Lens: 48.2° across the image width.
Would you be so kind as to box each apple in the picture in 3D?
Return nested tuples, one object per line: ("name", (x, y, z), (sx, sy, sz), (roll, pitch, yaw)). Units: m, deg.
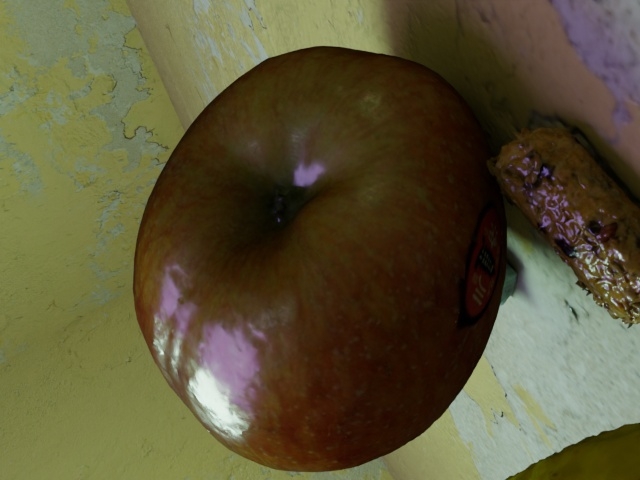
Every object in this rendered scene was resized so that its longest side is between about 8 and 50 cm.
("apple", (0.000, 0.000, 0.531), (0.250, 0.277, 0.309), (84, -170, -51))

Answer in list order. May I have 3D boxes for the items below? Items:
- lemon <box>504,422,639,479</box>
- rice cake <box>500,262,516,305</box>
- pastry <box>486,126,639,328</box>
("lemon", (0.196, 0.226, 0.356), (0.322, 0.268, 0.268), (-38, 81, 41))
("rice cake", (0.109, -0.002, 0.690), (0.206, 0.063, 0.069), (51, 162, 33))
("pastry", (0.162, -0.013, 0.437), (0.140, 0.056, 0.080), (51, 175, 11))
